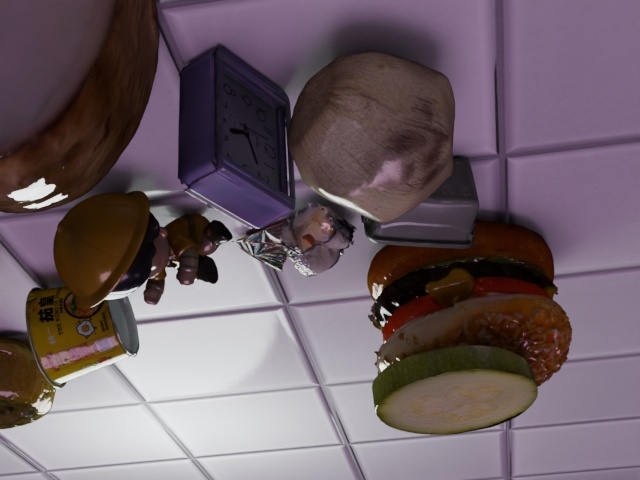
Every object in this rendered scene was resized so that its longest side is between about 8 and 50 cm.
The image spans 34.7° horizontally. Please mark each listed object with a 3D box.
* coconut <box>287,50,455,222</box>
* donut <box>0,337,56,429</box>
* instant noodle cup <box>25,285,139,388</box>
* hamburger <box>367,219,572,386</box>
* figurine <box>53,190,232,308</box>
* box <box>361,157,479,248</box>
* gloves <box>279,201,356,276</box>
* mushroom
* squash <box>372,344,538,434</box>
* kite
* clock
[{"bbox_3d":[0.078,-0.133,1.278,0.224,0.224,0.224,-2,150,-1],"label":"coconut"},{"bbox_3d":[-0.628,0.286,2.009,0.209,0.128,0.261,24,142,-38],"label":"donut"},{"bbox_3d":[-0.403,0.149,1.759,0.144,0.182,0.182,-16,148,4],"label":"instant noodle cup"},{"bbox_3d":[0.244,0.130,1.685,0.330,0.250,0.330,-1,151,-1],"label":"hamburger"},{"bbox_3d":[-0.276,0.010,1.535,0.257,0.167,0.192,-2,145,-48],"label":"figurine"},{"bbox_3d":[0.148,-0.063,1.486,0.172,0.124,0.092,3,139,-11],"label":"box"},{"bbox_3d":[-0.003,-0.002,1.610,0.114,0.070,0.153,-41,149,-2],"label":"gloves"},{"bbox_3d":[-0.301,-0.136,1.168,0.224,0.313,0.397,2,155,0],"label":"mushroom"},{"bbox_3d":[0.209,0.234,1.572,0.252,0.048,0.252,-4,147,-3],"label":"squash"},{"bbox_3d":[-0.067,0.004,1.682,0.159,0.010,0.190,5,149,-15],"label":"kite"},{"bbox_3d":[-0.103,-0.125,1.277,0.073,0.193,0.145,-26,143,31],"label":"clock"}]
